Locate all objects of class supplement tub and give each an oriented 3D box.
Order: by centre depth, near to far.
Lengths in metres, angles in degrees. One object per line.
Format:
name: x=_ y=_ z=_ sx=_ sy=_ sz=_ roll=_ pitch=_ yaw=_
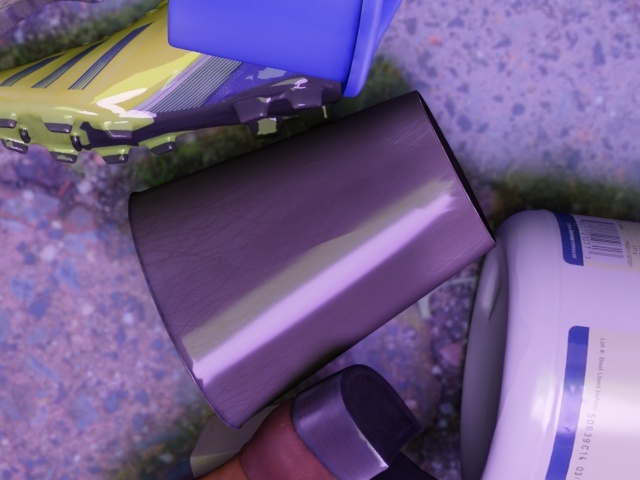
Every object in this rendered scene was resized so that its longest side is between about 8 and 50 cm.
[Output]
supplement tub: x=0.278 y=0.110 z=1.210 sx=0.324 sy=0.235 sz=0.235 roll=7 pitch=106 yaw=-2

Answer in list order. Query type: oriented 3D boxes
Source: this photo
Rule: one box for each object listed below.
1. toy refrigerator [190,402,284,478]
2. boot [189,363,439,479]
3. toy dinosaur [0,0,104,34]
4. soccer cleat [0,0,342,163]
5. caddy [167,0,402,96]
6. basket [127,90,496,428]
toy refrigerator: x=-0.017 y=0.269 z=1.330 sx=0.102 sy=0.094 sz=0.270 roll=-11 pitch=105 yaw=10
boot: x=-0.004 y=0.257 z=1.187 sx=0.280 sy=0.096 sz=0.264 roll=-38 pitch=90 yaw=35
toy dinosaur: x=-0.286 y=-0.164 z=1.203 sx=0.268 sy=0.064 sz=0.118 roll=-27 pitch=105 yaw=26
soccer cleat: x=-0.122 y=-0.131 z=1.230 sx=0.289 sy=0.093 sz=0.121 roll=-7 pitch=76 yaw=6
caddy: x=0.006 y=-0.262 z=1.056 sx=0.179 sy=0.241 sz=0.341 roll=7 pitch=118 yaw=-2
basket: x=0.000 y=0.000 z=1.201 sx=0.226 sy=0.204 sz=0.154 roll=-27 pitch=146 yaw=8
